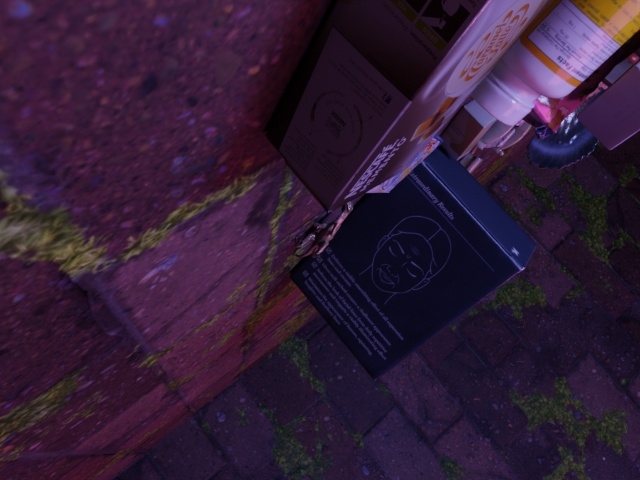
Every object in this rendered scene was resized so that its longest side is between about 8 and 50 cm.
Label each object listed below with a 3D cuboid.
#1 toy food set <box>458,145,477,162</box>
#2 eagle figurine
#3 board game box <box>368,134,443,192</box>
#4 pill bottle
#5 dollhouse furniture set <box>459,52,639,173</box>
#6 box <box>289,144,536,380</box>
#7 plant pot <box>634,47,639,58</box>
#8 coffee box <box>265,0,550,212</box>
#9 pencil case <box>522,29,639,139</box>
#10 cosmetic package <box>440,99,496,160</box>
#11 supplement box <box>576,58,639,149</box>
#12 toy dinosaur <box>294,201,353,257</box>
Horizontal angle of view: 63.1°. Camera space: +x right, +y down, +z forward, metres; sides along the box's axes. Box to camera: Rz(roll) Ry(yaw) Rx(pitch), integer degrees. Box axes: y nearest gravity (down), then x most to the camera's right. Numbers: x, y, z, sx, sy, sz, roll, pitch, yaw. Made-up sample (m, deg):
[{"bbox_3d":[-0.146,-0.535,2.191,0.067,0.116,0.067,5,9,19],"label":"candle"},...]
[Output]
[{"bbox_3d":[0.290,-0.187,1.231,0.192,0.038,0.132,-27,157,-32],"label":"toy food set"},{"bbox_3d":[0.592,-0.345,1.221,0.226,0.225,0.298,-45,164,-38],"label":"eagle figurine"},{"bbox_3d":[0.123,-0.134,0.845,0.136,0.035,0.201,-44,169,20],"label":"board game box"},{"bbox_3d":[0.288,-0.260,0.619,0.246,0.136,0.136,-47,167,35],"label":"pill bottle"},{"bbox_3d":[0.427,-0.228,1.029,0.356,0.174,0.303,-53,165,24],"label":"dollhouse furniture set"},{"bbox_3d":[0.185,0.042,1.093,0.395,0.293,0.212,-45,169,30],"label":"box"},{"bbox_3d":[0.607,-0.421,0.816,0.190,0.284,0.284,15,130,-42],"label":"plant pot"},{"bbox_3d":[0.072,-0.150,0.428,0.141,0.098,0.246,-30,165,-43],"label":"coffee box"},{"bbox_3d":[0.413,-0.329,0.728,0.160,0.167,0.386,26,122,-33],"label":"pencil case"},{"bbox_3d":[0.281,-0.213,1.005,0.041,0.060,0.115,-35,167,-24],"label":"cosmetic package"},{"bbox_3d":[0.485,-0.241,0.719,0.239,0.073,0.130,-38,171,-16],"label":"supplement box"},{"bbox_3d":[0.000,0.000,0.932,0.183,0.053,0.092,-47,169,34],"label":"toy dinosaur"}]
